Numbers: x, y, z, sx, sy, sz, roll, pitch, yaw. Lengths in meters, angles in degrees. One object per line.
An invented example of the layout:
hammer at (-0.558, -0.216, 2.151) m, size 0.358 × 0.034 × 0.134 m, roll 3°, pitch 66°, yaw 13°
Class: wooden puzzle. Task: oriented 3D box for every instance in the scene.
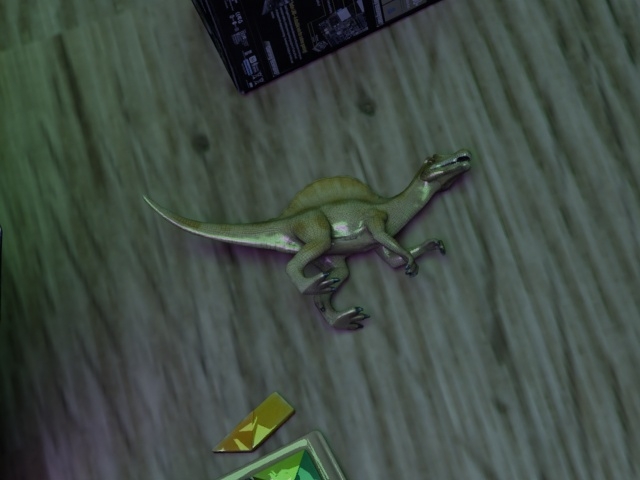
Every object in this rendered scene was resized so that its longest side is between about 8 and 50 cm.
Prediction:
wooden puzzle at (-0.019, 0.141, 0.868) m, size 0.079 × 0.014 × 0.116 m, roll -34°, pitch 66°, yaw -6°

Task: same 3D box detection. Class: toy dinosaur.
toy dinosaur at (0.000, 0.000, 0.915) m, size 0.183 × 0.053 × 0.092 m, roll -11°, pitch 50°, yaw -4°

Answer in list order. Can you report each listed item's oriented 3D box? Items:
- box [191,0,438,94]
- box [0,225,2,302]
box at (-0.010, -0.181, 0.913) m, size 0.147 × 0.180 × 0.077 m, roll -26°, pitch 66°, yaw -2°
box at (-0.329, 0.084, 0.727) m, size 0.343 × 0.312 × 0.179 m, roll -25°, pitch 65°, yaw -25°
